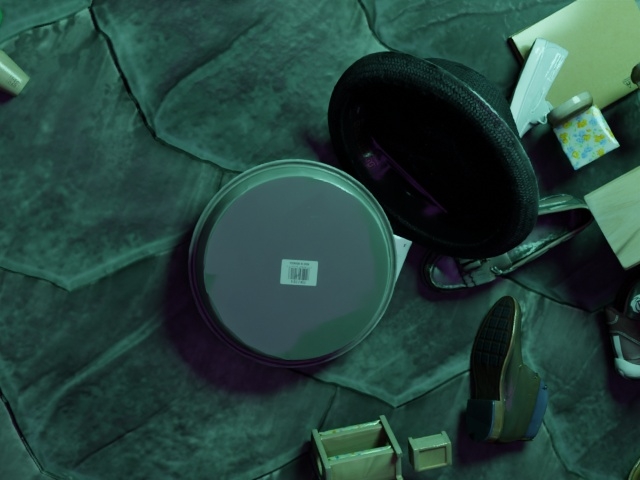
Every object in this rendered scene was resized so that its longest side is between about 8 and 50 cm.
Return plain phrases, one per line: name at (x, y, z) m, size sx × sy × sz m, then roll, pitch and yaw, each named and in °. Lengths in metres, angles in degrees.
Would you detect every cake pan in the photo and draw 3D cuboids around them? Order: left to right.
cake pan at (-0.034, 0.036, 1.414) m, size 0.293 × 0.054 × 0.293 m, roll -1°, pitch 96°, yaw -8°

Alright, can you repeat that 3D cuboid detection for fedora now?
fedora at (0.177, -0.139, 1.428) m, size 0.334 × 0.334 × 0.152 m, roll 49°, pitch 54°, yaw -7°

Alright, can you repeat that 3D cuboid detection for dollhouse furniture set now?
dollhouse furniture set at (0.088, 0.344, 1.500) m, size 0.182 × 0.101 × 0.160 m, roll -9°, pitch 118°, yaw -10°
dollhouse furniture set at (0.550, -0.104, 1.352) m, size 0.394 × 0.256 × 0.362 m, roll -30°, pitch 84°, yaw 14°

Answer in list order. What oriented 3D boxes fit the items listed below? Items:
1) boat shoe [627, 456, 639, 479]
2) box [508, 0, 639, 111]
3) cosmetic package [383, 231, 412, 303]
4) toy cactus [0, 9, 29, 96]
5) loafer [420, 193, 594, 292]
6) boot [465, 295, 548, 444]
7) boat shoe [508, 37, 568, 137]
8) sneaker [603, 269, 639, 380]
boat shoe at (0.579, 0.272, 1.551) m, size 0.116 × 0.123 × 0.324 m, roll 34°, pitch 84°, yaw -7°
box at (0.406, -0.281, 1.555) m, size 0.201 × 0.021 × 0.164 m, roll -30°, pitch 96°, yaw -7°
cosmetic package at (0.000, 0.000, 1.473) m, size 0.239 × 0.060 × 0.098 m, roll 22°, pitch 93°, yaw -9°
toy cactus at (-0.471, -0.262, 1.376) m, size 0.180 × 0.112 × 0.219 m, roll 36°, pitch 77°, yaw -18°
loafer at (0.274, -0.001, 1.507) m, size 0.268 × 0.084 × 0.096 m, roll -25°, pitch 96°, yaw -8°
boot at (0.285, 0.197, 1.534) m, size 0.106 × 0.082 × 0.219 m, roll 16°, pitch 84°, yaw -31°
boat shoe at (0.310, -0.201, 1.510) m, size 0.063 × 0.066 × 0.184 m, roll 20°, pitch 91°, yaw 3°
sneaker at (0.557, 0.092, 1.536) m, size 0.282 × 0.106 × 0.162 m, roll -20°, pitch 89°, yaw 3°
